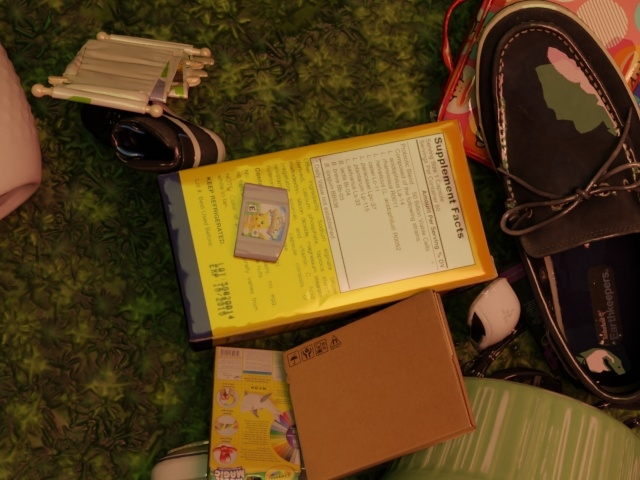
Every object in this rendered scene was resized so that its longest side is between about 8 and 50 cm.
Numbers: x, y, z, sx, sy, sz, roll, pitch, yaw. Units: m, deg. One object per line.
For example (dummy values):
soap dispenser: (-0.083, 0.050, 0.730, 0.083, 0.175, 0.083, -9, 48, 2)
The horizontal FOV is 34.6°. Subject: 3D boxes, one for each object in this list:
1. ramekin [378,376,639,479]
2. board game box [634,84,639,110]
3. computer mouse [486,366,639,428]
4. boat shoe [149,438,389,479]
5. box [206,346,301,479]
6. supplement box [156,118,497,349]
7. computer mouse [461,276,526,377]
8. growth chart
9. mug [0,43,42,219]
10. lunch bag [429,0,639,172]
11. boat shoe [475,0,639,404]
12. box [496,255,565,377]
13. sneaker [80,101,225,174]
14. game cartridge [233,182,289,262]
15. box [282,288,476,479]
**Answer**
ramekin: (0.222, 0.273, 1.166, 0.303, 0.303, 0.148, 21, 67, -3)
board game box: (0.388, -0.269, 1.398, 0.210, 0.047, 0.160, 37, 79, 0)
computer mouse: (0.317, 0.203, 1.320, 0.242, 0.041, 0.071, 10, 103, -12)
boat shoe: (-0.057, 0.250, 1.245, 0.302, 0.109, 0.094, -6, 59, -12)
box: (-0.075, 0.211, 1.180, 0.105, 0.043, 0.179, 6, 50, -8)
supplement box: (0.000, 0.000, 1.233, 0.356, 0.195, 0.194, -11, 82, -8)
computer mouse: (0.213, 0.110, 1.246, 0.106, 0.193, 0.042, -42, 64, -11)
growth chart: (-0.227, -0.207, 1.250, 0.172, 0.237, 0.021, 13, 119, 2)
mug: (-0.468, -0.162, 1.115, 0.276, 0.374, 0.328, -35, 92, -16)
lunch bag: (0.272, -0.224, 1.305, 0.258, 0.120, 0.293, 26, 99, 1)
boat shoe: (0.305, -0.039, 1.199, 0.187, 0.156, 0.500, -14, 97, 13)
box: (0.315, 0.079, 1.321, 0.116, 0.029, 0.162, -29, 84, 14)
sneaker: (-0.229, -0.136, 1.226, 0.217, 0.121, 0.079, 22, 101, 26)
game cartridge: (-0.062, -0.019, 1.122, 0.056, 0.017, 0.083, 9, 80, -8)
box: (0.058, 0.163, 1.128, 0.201, 0.021, 0.164, -25, 59, 21)
